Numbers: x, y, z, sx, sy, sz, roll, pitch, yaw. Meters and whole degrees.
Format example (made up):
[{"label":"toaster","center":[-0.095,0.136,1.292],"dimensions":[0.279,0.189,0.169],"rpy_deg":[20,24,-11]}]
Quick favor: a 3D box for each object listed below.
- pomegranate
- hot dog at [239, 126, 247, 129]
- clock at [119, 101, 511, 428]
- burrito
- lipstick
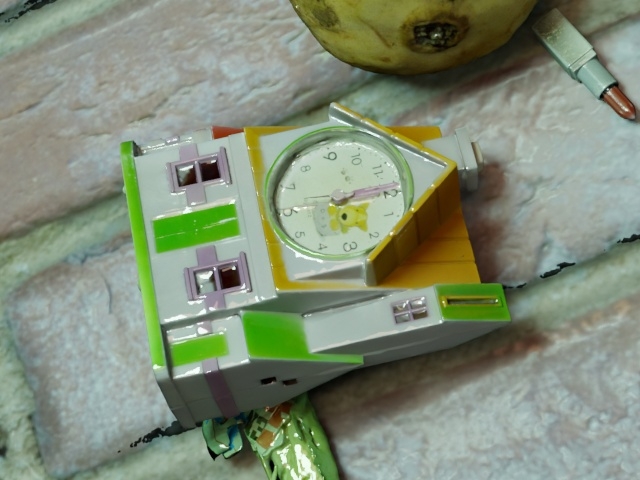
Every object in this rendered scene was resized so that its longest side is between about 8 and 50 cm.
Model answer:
[{"label":"pomegranate","center":[0.082,-0.269,1.319],"dimensions":[0.260,0.260,0.260],"rpy_deg":[-6,72,18]},{"label":"hot dog","center":[-0.058,-0.078,1.434],"dimensions":[0.037,0.021,0.083],"rpy_deg":[-42,63,-9]},{"label":"clock","center":[0.000,0.000,1.280],"dimensions":[0.309,0.166,0.235],"rpy_deg":[-12,63,-1]},{"label":"burrito","center":[-0.069,0.135,1.352],"dimensions":[0.104,0.054,0.288],"rpy_deg":[-31,66,8]},{"label":"lipstick","center":[0.242,-0.153,1.346],"dimensions":[0.030,0.030,0.129],"rpy_deg":[-38,65,4]}]
